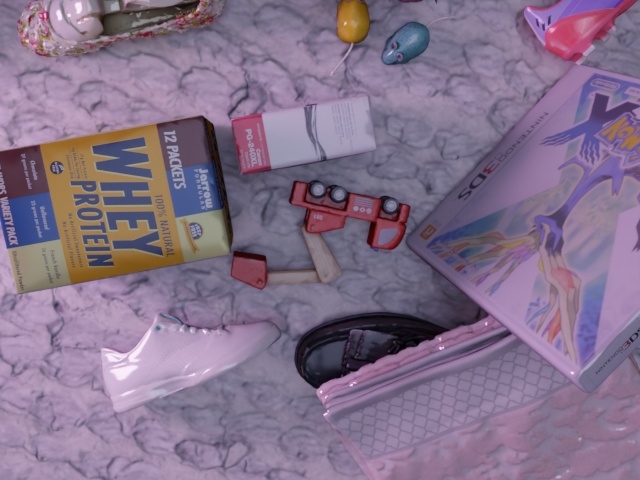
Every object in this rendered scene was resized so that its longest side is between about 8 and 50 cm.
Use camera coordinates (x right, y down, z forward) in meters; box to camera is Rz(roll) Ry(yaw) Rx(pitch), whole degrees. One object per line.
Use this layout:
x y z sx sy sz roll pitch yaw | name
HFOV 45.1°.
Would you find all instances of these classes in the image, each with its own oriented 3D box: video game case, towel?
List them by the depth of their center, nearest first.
0.266 -0.041 0.785 0.300 0.329 0.036 -46 120 1 | video game case
0.209 0.225 0.863 0.332 0.053 0.317 -26 116 16 | towel

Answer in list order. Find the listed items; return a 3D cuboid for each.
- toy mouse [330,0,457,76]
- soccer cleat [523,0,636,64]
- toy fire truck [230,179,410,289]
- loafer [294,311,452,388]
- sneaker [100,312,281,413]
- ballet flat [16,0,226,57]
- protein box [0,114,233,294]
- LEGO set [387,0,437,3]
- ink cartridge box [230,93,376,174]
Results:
0.091 -0.263 0.888 0.143 0.031 0.161 5 96 -5 | toy mouse
0.346 -0.312 0.884 0.248 0.083 0.095 -45 86 1 | soccer cleat
0.000 0.000 0.901 0.192 0.047 0.135 12 95 -7 | toy fire truck
0.122 0.149 0.902 0.303 0.095 0.109 6 97 -5 | loafer
-0.154 0.121 0.892 0.212 0.080 0.094 -21 86 -1 | sneaker
-0.220 -0.259 0.840 0.241 0.077 0.091 -15 98 -2 | ballet flat
-0.202 -0.043 0.803 0.201 0.200 0.136 -11 97 -4 | protein box
0.071 -0.403 0.709 0.255 0.192 0.331 -48 130 -38 | LEGO set
-0.020 -0.115 0.855 0.151 0.109 0.063 -10 96 -4 | ink cartridge box
